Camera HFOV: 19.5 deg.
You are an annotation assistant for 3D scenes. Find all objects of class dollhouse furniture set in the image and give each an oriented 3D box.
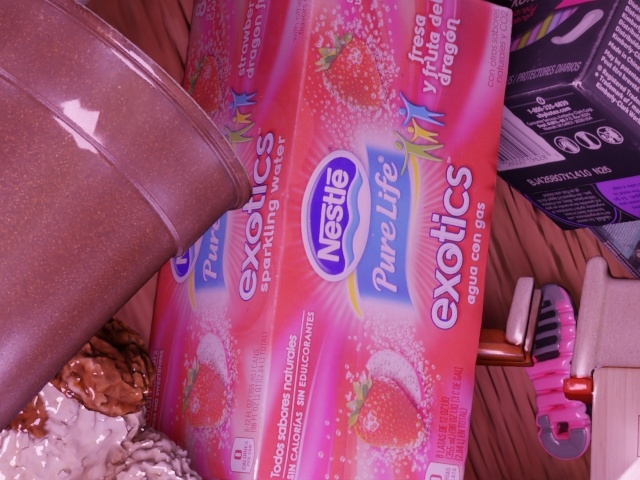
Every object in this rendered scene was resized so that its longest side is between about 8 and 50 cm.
[{"bbox_3d":[0.194,0.090,1.105,0.262,0.259,0.135,1,83,9],"label":"dollhouse furniture set"}]

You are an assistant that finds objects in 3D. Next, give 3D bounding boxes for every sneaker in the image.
[{"bbox_3d":[0.168,0.087,1.270,0.057,0.047,0.119,-9,93,-55],"label":"sneaker"}]

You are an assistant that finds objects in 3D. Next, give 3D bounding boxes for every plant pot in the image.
[{"bbox_3d":[-0.146,-0.010,0.823,0.167,0.167,0.165,45,74,-22],"label":"plant pot"}]

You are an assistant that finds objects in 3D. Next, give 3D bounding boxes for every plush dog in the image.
[{"bbox_3d":[-0.135,0.123,0.962,0.210,0.262,0.225,-34,108,-50],"label":"plush dog"}]

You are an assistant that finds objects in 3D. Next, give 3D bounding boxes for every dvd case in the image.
[{"bbox_3d":[0.239,-0.015,1.335,0.119,0.013,0.087,44,65,-24],"label":"dvd case"}]

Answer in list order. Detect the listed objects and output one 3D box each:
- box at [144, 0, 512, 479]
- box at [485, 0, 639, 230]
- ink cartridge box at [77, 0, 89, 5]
[{"bbox_3d":[0.000,0.000,1.097,0.142,0.154,0.300,11,82,-31],"label":"box"},{"bbox_3d":[0.215,-0.160,1.238,0.143,0.165,0.270,38,67,-24],"label":"box"},{"bbox_3d":[-0.333,-0.174,0.885,0.384,0.160,0.279,48,65,-21],"label":"ink cartridge box"}]
